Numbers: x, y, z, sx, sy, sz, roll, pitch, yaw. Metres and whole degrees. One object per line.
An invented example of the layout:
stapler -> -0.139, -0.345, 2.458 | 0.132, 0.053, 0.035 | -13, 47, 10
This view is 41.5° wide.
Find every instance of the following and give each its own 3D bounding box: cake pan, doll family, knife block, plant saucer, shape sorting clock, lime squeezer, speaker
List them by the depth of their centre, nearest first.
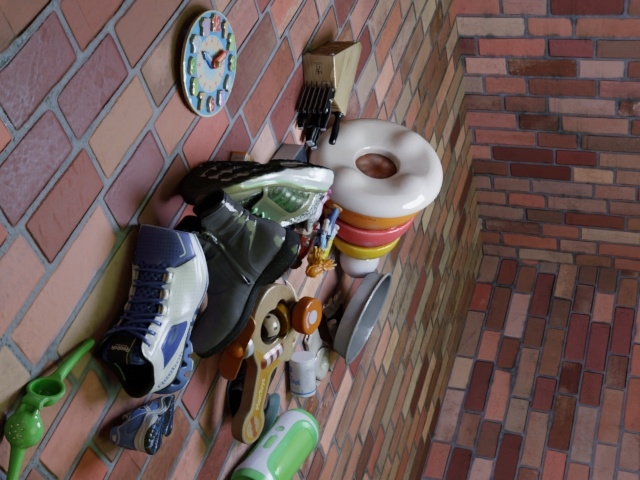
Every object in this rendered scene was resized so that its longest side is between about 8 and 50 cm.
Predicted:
lime squeezer -> -0.420, 0.263, 1.282 | 0.110, 0.059, 0.310 | 67, 35, -50
shape sorting clock -> -0.213, -0.344, 1.648 | 0.206, 0.040, 0.206 | 6, 90, -68
plant saucer -> -0.136, 0.413, 2.002 | 0.021, 0.119, 0.119 | 31, 58, -18
speaker -> -0.107, 0.529, 2.045 | 0.296, 0.131, 0.131 | -42, 134, -59
doll family -> 0.000, 0.000, 2.081 | 0.263, 0.118, 0.163 | 107, 8, -58
knife block -> 0.025, -0.373, 2.174 | 0.275, 0.088, 0.242 | -47, 139, -57
cake pan -> 0.119, 0.215, 2.421 | 0.293, 0.054, 0.293 | -57, 163, -28

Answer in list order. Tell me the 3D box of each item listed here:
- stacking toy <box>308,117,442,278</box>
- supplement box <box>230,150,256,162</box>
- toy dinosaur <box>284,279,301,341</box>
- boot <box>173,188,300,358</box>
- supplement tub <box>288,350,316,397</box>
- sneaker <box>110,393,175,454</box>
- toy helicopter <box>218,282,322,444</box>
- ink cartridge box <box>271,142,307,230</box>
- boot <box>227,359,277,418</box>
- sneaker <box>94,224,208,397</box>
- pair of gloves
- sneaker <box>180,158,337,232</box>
stacking toy -> 0.119, -0.065, 2.331 | 0.480, 0.351, 0.350 | 101, 11, -48
supplement box -> -0.172, -0.135, 1.813 | 0.062, 0.036, 0.098 | 43, 57, -63
toy dinosaur -> -0.056, 0.183, 2.174 | 0.092, 0.053, 0.183 | -26, 120, -63
boot -> -0.218, 0.062, 1.635 | 0.223, 0.118, 0.338 | 27, 107, -31
supplement tub -> -0.047, 0.352, 2.218 | 0.071, 0.071, 0.107 | -38, 130, -61
sneaker -> -0.317, 0.326, 1.538 | 0.211, 0.081, 0.080 | -30, 124, -85
toy helicopter -> -0.135, 0.264, 1.811 | 0.235, 0.140, 0.355 | 10, 92, -61
ink cartridge box -> -0.109, -0.071, 1.957 | 0.332, 0.065, 0.165 | -59, 149, -44
boot -> -0.155, 0.306, 1.921 | 0.106, 0.082, 0.219 | -14, 110, -70
sneaker -> -0.292, 0.136, 1.456 | 0.182, 0.127, 0.315 | -20, 116, -73
pair of gloves -> 0.022, 0.283, 2.412 | 0.240, 0.042, 0.204 | -57, 147, -47
sneaker -> -0.116, -0.069, 1.740 | 0.410, 0.158, 0.182 | -8, 107, -50
